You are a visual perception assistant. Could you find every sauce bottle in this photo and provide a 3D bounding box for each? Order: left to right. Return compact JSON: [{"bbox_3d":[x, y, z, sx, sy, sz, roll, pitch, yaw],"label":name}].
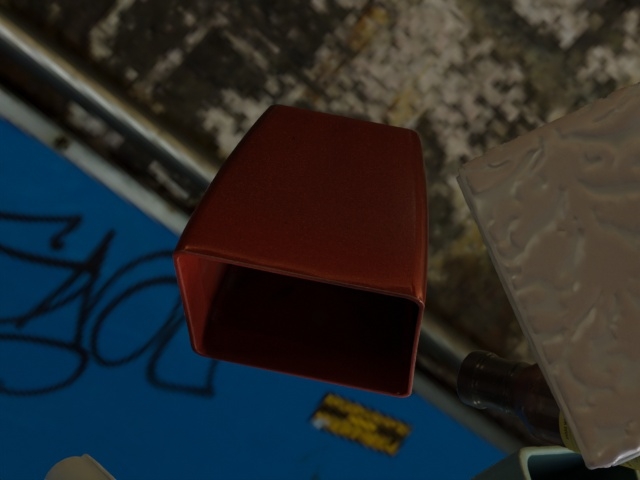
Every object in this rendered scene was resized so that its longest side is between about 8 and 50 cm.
[{"bbox_3d":[0.313,0.193,1.533,0.344,0.111,0.111,11,169,39],"label":"sauce bottle"}]

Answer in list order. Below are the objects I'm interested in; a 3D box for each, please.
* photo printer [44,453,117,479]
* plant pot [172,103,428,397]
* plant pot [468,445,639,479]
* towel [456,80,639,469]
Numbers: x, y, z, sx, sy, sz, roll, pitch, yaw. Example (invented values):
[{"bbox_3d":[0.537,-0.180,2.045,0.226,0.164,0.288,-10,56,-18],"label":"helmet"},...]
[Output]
[{"bbox_3d":[-0.265,0.445,1.868,0.256,0.107,0.307,58,163,-18],"label":"photo printer"},{"bbox_3d":[0.000,0.000,1.529,0.267,0.236,0.267,11,151,6],"label":"plant pot"},{"bbox_3d":[0.289,0.430,1.809,0.247,0.252,0.247,5,-117,-42],"label":"plant pot"},{"bbox_3d":[0.329,0.003,1.208,0.317,0.331,0.053,68,-167,16],"label":"towel"}]
